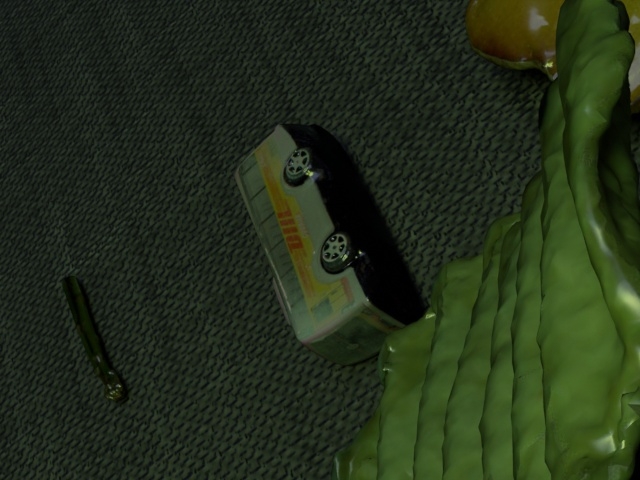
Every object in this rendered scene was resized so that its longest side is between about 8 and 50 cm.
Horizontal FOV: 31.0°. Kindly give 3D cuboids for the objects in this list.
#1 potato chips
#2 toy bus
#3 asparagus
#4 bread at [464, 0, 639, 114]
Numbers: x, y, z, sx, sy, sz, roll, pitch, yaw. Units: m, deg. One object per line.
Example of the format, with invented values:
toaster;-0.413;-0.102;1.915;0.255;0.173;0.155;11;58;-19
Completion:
potato chips;0.075;0.124;0.462;0.097;0.373;0.389;7;66;-6
toy bus;0.000;0.000;0.723;0.072;0.057;0.172;-40;45;18
asparagus;-0.165;0.070;0.831;0.018;0.015;0.127;-43;46;10
bread;0.196;-0.179;0.667;0.233;0.088;0.161;-52;41;2
